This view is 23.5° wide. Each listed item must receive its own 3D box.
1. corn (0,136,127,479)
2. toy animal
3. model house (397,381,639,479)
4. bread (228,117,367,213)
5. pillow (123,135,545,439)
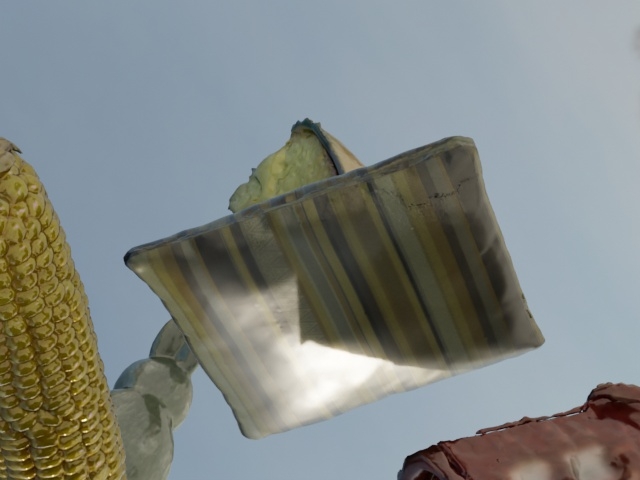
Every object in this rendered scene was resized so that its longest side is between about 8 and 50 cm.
[{"bbox_3d":[-0.191,0.074,0.984,0.106,0.106,0.305,-69,-29,-54],"label":"corn"},{"bbox_3d":[-0.178,0.184,1.559,0.236,0.138,0.108,-41,-28,-42],"label":"toy animal"},{"bbox_3d":[0.174,0.206,0.941,0.254,0.196,0.160,-12,-135,-27],"label":"model house"},{"bbox_3d":[0.007,0.007,1.613,0.133,0.174,0.251,32,-156,-33],"label":"bread"},{"bbox_3d":[0.016,0.037,0.939,0.208,0.212,0.052,63,-170,-48],"label":"pillow"}]
